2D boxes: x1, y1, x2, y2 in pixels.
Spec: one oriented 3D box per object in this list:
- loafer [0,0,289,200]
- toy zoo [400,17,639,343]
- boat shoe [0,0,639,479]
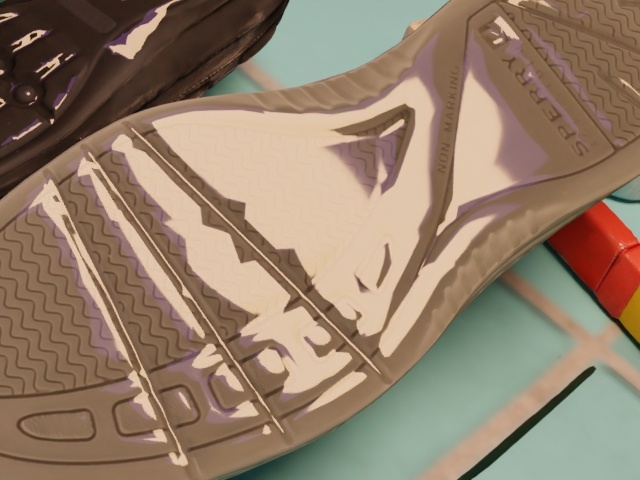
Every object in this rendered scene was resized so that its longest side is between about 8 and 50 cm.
[{"bbox_3d":[-0.090,-0.057,0.568,0.076,0.078,0.223,38,63,25],"label":"loafer"},{"bbox_3d":[0.190,-0.010,0.662,0.192,0.030,0.293,-18,56,-34],"label":"toy zoo"},{"bbox_3d":[0.000,-0.003,0.532,0.320,0.103,0.118,-33,83,-24],"label":"boat shoe"}]
